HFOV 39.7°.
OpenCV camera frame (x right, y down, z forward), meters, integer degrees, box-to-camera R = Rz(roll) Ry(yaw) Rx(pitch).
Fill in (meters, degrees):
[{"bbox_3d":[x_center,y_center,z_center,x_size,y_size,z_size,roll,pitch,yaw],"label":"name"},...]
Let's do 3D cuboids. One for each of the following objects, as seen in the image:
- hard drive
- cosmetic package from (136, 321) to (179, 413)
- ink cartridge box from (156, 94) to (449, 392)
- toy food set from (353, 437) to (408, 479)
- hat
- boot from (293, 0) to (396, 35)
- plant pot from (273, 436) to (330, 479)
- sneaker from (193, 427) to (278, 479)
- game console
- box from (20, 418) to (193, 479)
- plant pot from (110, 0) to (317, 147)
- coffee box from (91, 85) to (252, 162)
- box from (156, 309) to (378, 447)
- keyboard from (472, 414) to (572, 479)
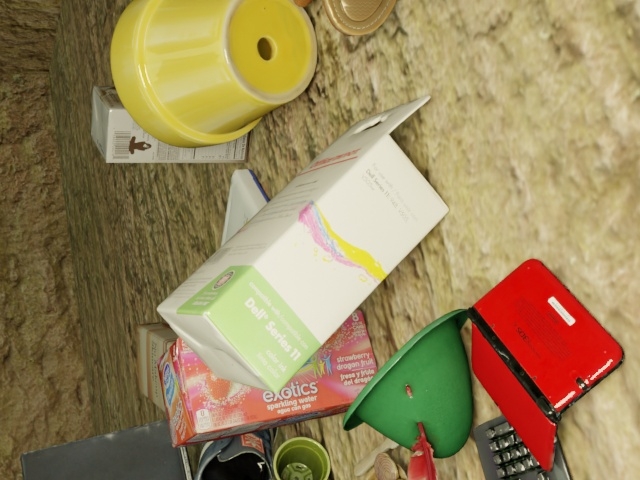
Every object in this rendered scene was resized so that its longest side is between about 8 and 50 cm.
[{"bbox_3d":[-0.094,0.055,1.449,0.319,0.040,0.210,-122,37,-47],"label":"hard drive"},{"bbox_3d":[-0.270,0.252,1.760,0.296,0.129,0.153,-178,86,-65],"label":"cosmetic package"},{"bbox_3d":[0.000,0.000,1.007,0.119,0.353,0.207,50,160,-14],"label":"ink cartridge box"},{"bbox_3d":[0.065,0.316,1.041,0.132,0.038,0.192,-51,28,34],"label":"toy food set"},{"bbox_3d":[0.139,0.201,0.894,0.183,0.173,0.208,47,140,19],"label":"hat"},{"bbox_3d":[0.002,-0.344,1.097,0.220,0.109,0.283,147,119,-61],"label":"boot"},{"bbox_3d":[-0.032,0.345,1.320,0.079,0.083,0.083,106,152,-59],"label":"plant pot"},{"bbox_3d":[-0.116,0.306,1.346,0.148,0.131,0.350,127,157,-51],"label":"sneaker"},{"bbox_3d":[0.202,0.111,0.810,0.124,0.085,0.144,-42,42,8],"label":"game console"},{"bbox_3d":[-0.336,0.651,1.638,0.480,0.297,0.472,96,161,-58],"label":"box"},{"bbox_3d":[-0.141,-0.268,1.294,0.239,0.254,0.254,2,96,51],"label":"plant pot"},{"bbox_3d":[-0.257,-0.199,1.526,0.141,0.246,0.098,-133,47,-54],"label":"coffee box"},{"bbox_3d":[-0.067,0.177,1.143,0.128,0.257,0.123,137,123,-60],"label":"box"},{"bbox_3d":[0.201,0.331,0.848,0.201,0.033,0.317,130,132,-57],"label":"keyboard"}]
